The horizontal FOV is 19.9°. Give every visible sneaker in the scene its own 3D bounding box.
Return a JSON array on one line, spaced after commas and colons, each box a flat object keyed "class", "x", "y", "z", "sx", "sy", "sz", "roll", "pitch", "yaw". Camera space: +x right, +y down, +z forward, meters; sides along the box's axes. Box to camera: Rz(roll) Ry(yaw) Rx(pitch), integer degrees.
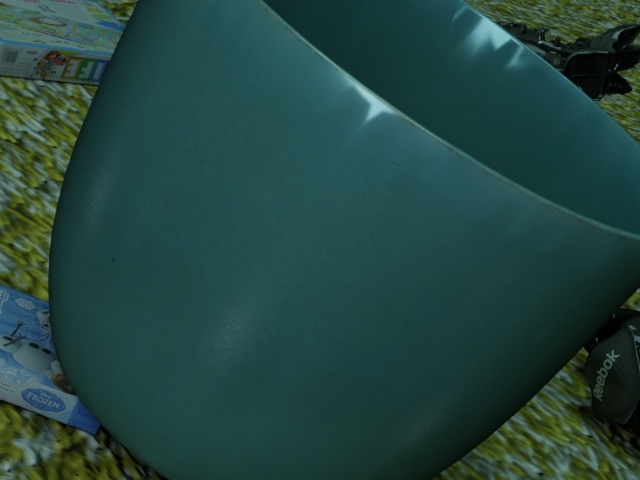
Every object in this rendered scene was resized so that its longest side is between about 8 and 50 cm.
[{"class": "sneaker", "x": 0.224, "y": 0.105, "z": 1.180, "sx": 0.106, "sy": 0.078, "sz": 0.234, "roll": 18, "pitch": 19, "yaw": -12}]

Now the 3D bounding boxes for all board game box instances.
[{"class": "board game box", "x": -0.205, "y": -0.153, "z": 1.366, "sx": 0.154, "sy": 0.026, "sz": 0.103, "roll": 2, "pitch": 31, "yaw": -45}, {"class": "board game box", "x": -0.152, "y": 0.057, "z": 0.948, "sx": 0.090, "sy": 0.020, "sz": 0.090, "roll": 21, "pitch": 22, "yaw": -11}]

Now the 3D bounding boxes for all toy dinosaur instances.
[{"class": "toy dinosaur", "x": 0.104, "y": -0.100, "z": 1.360, "sx": 0.218, "sy": 0.164, "sz": 0.322, "roll": 23, "pitch": 37, "yaw": 28}]

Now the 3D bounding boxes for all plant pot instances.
[{"class": "plant pot", "x": 0.000, "y": 0.000, "z": 0.926, "sx": 0.293, "sy": 0.235, "sz": 0.293, "roll": 30, "pitch": 20, "yaw": -12}]
